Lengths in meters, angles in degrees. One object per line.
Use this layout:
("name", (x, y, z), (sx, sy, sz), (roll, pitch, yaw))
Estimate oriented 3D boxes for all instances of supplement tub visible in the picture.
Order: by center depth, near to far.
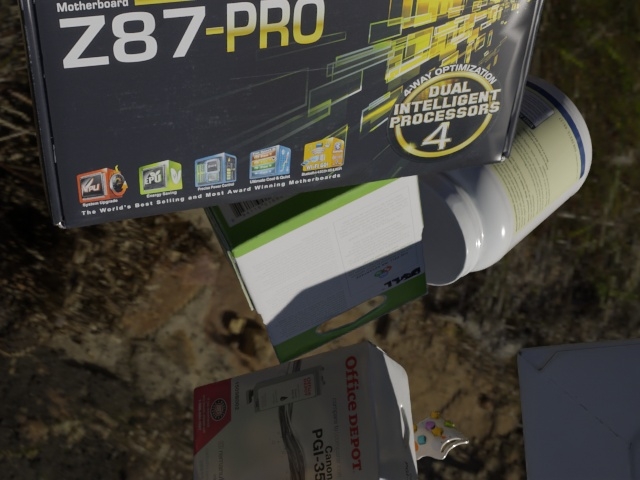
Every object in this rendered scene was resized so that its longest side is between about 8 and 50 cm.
("supplement tub", (0.246, -0.097, 1.728), (0.325, 0.235, 0.235), (-37, 117, -33))

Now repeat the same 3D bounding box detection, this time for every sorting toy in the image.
("sorting toy", (0.173, 0.288, 1.596), (0.083, 0.075, 0.044), (-27, 117, -23))

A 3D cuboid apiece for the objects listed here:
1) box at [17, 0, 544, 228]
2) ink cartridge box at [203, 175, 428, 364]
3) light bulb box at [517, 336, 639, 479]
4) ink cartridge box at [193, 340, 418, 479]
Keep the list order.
("box", (-0.025, -0.178, 0.834), (0.395, 0.097, 0.318), (-8, 133, -14))
("ink cartridge box", (0.000, 0.000, 1.100), (0.189, 0.097, 0.255), (-26, 149, -7))
("light bulb box", (0.380, 0.305, 1.280), (0.361, 0.225, 0.357), (27, 59, -66))
("ink cartridge box", (-0.025, 0.274, 1.500), (0.117, 0.283, 0.207), (42, 36, -50))
